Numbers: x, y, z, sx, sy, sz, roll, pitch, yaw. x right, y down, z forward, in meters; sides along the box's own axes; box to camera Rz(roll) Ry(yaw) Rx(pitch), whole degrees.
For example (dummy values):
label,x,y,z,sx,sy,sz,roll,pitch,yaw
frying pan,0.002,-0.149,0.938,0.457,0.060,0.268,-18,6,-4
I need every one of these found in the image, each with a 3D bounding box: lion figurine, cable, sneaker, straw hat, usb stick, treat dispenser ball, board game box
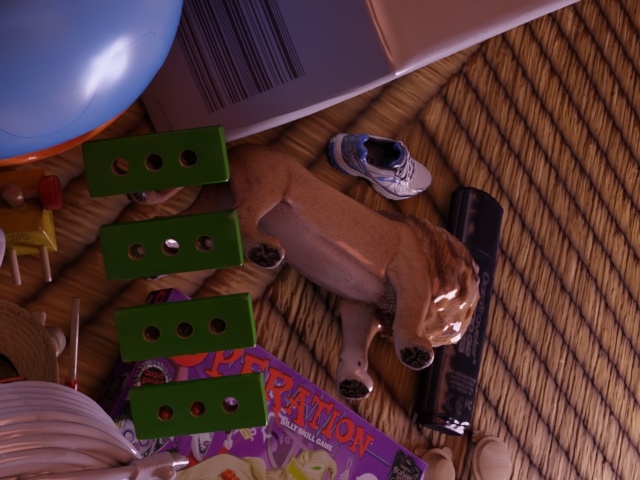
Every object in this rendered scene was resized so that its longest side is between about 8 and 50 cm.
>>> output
label,x,y,z,sx,sy,sz,roll,pitch,yaw
lion figurine,0.000,0.000,1.018,0.392,0.142,0.240,39,34,-20
cable,-0.239,0.210,0.742,0.257,0.089,0.257,21,111,-44
sneaker,0.074,-0.079,1.146,0.135,0.058,0.052,17,72,-37
straw hat,-0.255,0.122,0.840,0.061,0.144,0.144,60,37,-69
usb stick,0.155,0.074,1.194,0.077,0.045,0.278,28,65,-40
treat dispenser ball,-0.240,-0.195,0.764,0.288,0.288,0.288,8,77,-38
board game box,-0.058,0.221,0.997,0.347,0.056,0.208,38,57,-28

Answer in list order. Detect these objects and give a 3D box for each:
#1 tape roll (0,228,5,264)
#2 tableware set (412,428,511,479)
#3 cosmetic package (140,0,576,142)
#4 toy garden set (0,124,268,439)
label,x,y,z,sx,sy,sz,roll,pitch,yaw
tape roll,-0.342,0.037,0.670,0.169,0.246,0.246,41,59,-26
tableware set,0.160,0.291,1.176,0.141,0.020,0.168,7,77,-40
cosmetic package,0.031,-0.309,0.977,0.394,0.329,0.327,-28,99,-39
toy garden set,-0.158,0.038,0.867,0.204,0.049,0.244,-7,103,3
